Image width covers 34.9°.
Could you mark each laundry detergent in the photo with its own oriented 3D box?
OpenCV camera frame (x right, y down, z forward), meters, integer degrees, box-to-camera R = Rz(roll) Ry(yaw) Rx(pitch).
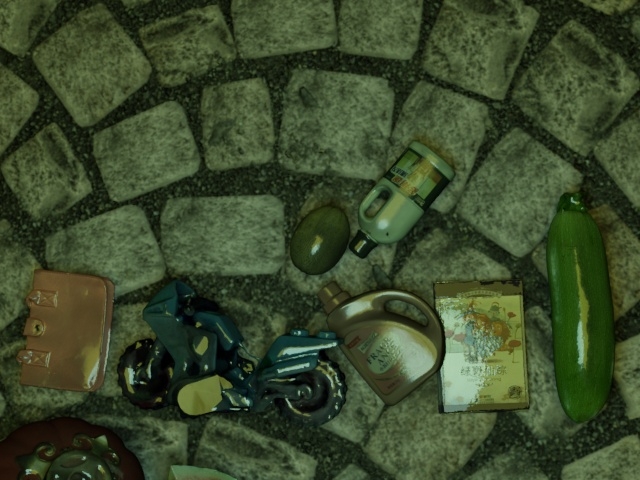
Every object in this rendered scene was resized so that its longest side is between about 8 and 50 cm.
[{"bbox_3d":[0.111,0.149,1.766,0.171,0.076,0.237,-40,78,11],"label":"laundry detergent"},{"bbox_3d":[0.132,-0.063,1.796,0.099,0.070,0.225,40,91,1],"label":"laundry detergent"}]

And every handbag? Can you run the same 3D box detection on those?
[{"bbox_3d":[-0.462,0.164,1.845,0.157,0.059,0.212,6,85,7],"label":"handbag"}]

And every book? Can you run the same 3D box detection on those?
[{"bbox_3d":[0.279,0.184,1.773,0.157,0.026,0.231,-3,84,6],"label":"book"}]

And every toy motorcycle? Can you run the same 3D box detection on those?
[{"bbox_3d":[-0.156,0.191,1.749,0.416,0.172,0.232,4,91,16],"label":"toy motorcycle"}]

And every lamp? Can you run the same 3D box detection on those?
[{"bbox_3d":[-0.437,0.447,1.708,0.303,0.257,0.303,14,54,-21],"label":"lamp"}]

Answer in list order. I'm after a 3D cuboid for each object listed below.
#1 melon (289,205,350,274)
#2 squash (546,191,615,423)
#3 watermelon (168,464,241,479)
[{"bbox_3d":[0.000,0.000,1.789,0.098,0.098,0.130,32,80,9],"label":"melon"},{"bbox_3d":[0.440,0.111,1.723,0.107,0.107,0.395,-2,83,6],"label":"squash"},{"bbox_3d":[-0.169,0.512,1.724,0.256,0.176,0.260,-17,66,4],"label":"watermelon"}]
